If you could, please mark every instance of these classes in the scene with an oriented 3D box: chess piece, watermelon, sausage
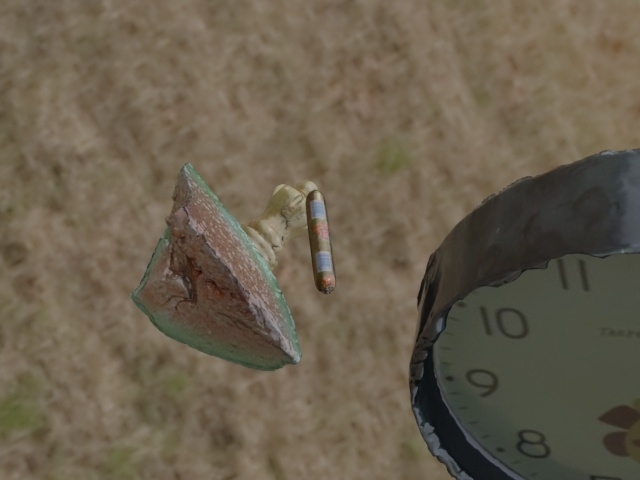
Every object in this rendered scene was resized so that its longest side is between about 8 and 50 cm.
[{"bbox_3d":[-0.062,0.012,1.503,0.060,0.172,0.060,41,-16,14],"label":"chess piece"},{"bbox_3d":[-0.077,0.036,1.225,0.155,0.101,0.080,43,7,-3],"label":"watermelon"},{"bbox_3d":[0.000,0.000,1.093,0.015,0.015,0.100,46,23,-35],"label":"sausage"}]

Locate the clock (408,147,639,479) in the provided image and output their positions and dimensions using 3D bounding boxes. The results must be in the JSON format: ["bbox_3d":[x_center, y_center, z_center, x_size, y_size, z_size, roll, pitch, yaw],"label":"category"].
[{"bbox_3d":[0.197,0.079,0.888,0.312,0.312,0.061,47,45,-33],"label":"clock"}]
